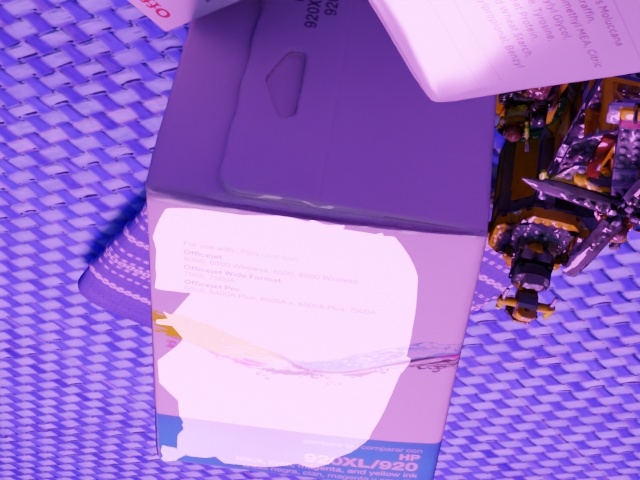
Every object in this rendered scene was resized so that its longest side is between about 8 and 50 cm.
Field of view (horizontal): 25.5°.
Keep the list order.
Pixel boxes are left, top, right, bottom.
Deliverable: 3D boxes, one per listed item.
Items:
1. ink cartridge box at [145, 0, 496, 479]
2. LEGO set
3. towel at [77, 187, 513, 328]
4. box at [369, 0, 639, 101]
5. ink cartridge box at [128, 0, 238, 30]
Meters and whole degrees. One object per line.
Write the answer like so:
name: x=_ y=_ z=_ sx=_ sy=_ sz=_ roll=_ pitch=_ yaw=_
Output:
ink cartridge box: x=0.000 y=0.000 z=0.793 sx=0.168 sy=0.171 sz=0.233 roll=7 pitch=139 yaw=2
LEGO set: x=0.238 y=0.018 z=0.762 sx=0.331 sy=0.192 sz=0.255 roll=16 pitch=150 yaw=-8
towel: x=-0.011 y=0.013 z=1.007 sx=0.243 sy=0.040 sz=0.336 roll=24 pitch=146 yaw=-19
box: x=0.072 y=-0.176 z=0.494 sx=0.119 sy=0.181 sz=0.182 roll=-5 pitch=146 yaw=27
ink cartridge box: x=-0.059 y=-0.162 z=0.695 sx=0.122 sy=0.052 sz=0.088 roll=-14 pitch=142 yaw=39
